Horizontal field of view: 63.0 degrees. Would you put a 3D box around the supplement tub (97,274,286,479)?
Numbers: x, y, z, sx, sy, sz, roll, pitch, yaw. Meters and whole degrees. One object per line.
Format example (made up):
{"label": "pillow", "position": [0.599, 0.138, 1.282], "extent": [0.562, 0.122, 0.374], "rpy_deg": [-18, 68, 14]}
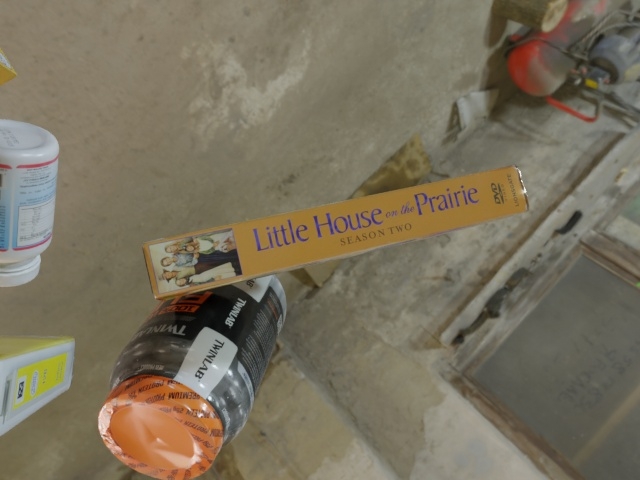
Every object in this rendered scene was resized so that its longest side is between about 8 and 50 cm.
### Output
{"label": "supplement tub", "position": [-0.185, 0.179, 0.819], "extent": [0.338, 0.207, 0.207], "rpy_deg": [-71, 180, -61]}

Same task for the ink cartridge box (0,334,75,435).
{"label": "ink cartridge box", "position": [-0.363, 0.099, 0.355], "extent": [0.304, 0.307, 0.072], "rpy_deg": [4, 80, -14]}

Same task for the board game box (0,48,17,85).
{"label": "board game box", "position": [-0.599, -0.371, 0.750], "extent": [0.064, 0.242, 0.316], "rpy_deg": [-31, -175, -6]}

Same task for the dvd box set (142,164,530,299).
{"label": "dvd box set", "position": [0.000, 0.000, 0.685], "extent": [0.420, 0.062, 0.307], "rpy_deg": [-13, 177, -13]}

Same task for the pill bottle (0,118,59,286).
{"label": "pill bottle", "position": [-0.322, -0.035, 0.537], "extent": [0.087, 0.087, 0.160], "rpy_deg": [-7, 127, -43]}
